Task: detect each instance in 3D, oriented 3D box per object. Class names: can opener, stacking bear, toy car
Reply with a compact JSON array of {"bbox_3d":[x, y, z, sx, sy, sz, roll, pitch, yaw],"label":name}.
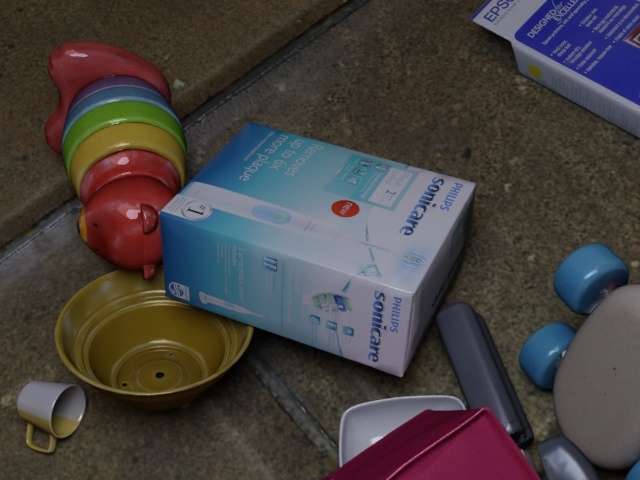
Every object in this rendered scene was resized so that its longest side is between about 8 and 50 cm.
[{"bbox_3d":[0.214,0.184,1.004,0.095,0.076,0.283,-28,58,16],"label":"can opener"},{"bbox_3d":[-0.239,-0.085,1.160,0.164,0.175,0.289,-1,45,-20],"label":"stacking bear"},{"bbox_3d":[0.376,0.127,0.986,0.238,0.210,0.219,-7,40,-28],"label":"toy car"}]

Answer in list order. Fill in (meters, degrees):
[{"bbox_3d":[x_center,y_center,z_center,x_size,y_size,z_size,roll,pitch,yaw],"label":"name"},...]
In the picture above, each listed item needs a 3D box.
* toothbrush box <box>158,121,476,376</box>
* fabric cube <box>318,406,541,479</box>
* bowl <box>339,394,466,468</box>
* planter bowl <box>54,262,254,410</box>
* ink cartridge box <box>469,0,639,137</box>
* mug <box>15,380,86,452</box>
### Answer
[{"bbox_3d":[0.000,0.000,1.082,0.295,0.126,0.216,18,41,18],"label":"toothbrush box"},{"bbox_3d":[0.082,0.314,0.811,0.259,0.258,0.254,-32,84,-9],"label":"fabric cube"},{"bbox_3d":[0.093,0.241,1.011,0.142,0.053,0.142,-6,60,4],"label":"bowl"},{"bbox_3d":[-0.184,0.126,1.081,0.217,0.090,0.217,2,37,-2],"label":"planter bowl"},{"bbox_3d":[0.411,-0.301,1.265,0.307,0.072,0.303,36,73,27],"label":"ink cartridge box"},{"bbox_3d":[-0.318,0.196,1.099,0.064,0.062,0.078,10,56,23],"label":"mug"}]
